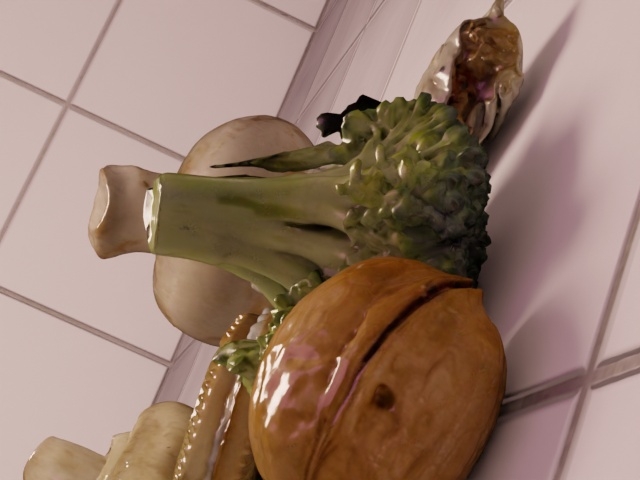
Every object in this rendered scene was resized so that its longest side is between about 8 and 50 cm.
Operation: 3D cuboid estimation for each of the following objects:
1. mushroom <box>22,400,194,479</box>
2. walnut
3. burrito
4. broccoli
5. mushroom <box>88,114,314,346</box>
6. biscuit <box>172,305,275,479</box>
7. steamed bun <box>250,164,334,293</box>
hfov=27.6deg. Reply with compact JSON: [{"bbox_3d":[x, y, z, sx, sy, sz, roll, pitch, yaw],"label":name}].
[{"bbox_3d":[-0.230,0.298,1.521,0.254,0.234,0.260,-63,7,-8],"label":"mushroom"},{"bbox_3d":[0.034,0.092,0.779,0.180,0.144,0.144,-55,8,-3],"label":"walnut"},{"bbox_3d":[0.076,-0.042,1.155,0.392,0.076,0.117,121,165,-46],"label":"burrito"},{"bbox_3d":[-0.007,-0.002,0.950,0.263,0.243,0.247,117,160,-52],"label":"broccoli"},{"bbox_3d":[-0.133,-0.029,1.609,0.297,0.290,0.297,19,-90,-79],"label":"mushroom"},{"bbox_3d":[-0.088,0.188,1.348,0.259,0.079,0.259,18,-90,-86],"label":"biscuit"},{"bbox_3d":[0.000,0.000,1.394,0.183,0.106,0.183,-55,6,9],"label":"steamed bun"}]
